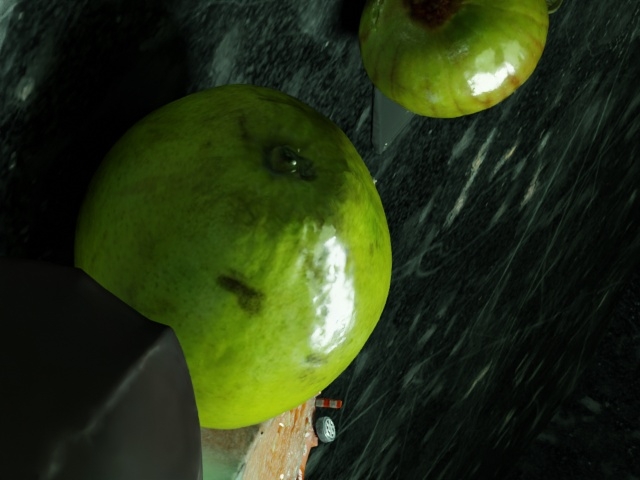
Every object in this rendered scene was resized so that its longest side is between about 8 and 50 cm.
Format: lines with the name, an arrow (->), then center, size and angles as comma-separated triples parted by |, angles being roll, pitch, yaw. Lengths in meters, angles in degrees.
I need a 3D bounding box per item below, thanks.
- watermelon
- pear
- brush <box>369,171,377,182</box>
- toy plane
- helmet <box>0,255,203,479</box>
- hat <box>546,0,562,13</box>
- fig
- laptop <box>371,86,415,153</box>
watermelon -> -0.078, 0.185, 1.564 | 0.193, 0.139, 0.257 | 99, 18, -45
pear -> -0.056, 0.010, 1.122 | 0.212, 0.212, 0.269 | -49, 173, -28
brush -> 0.000, 0.000, 1.612 | 0.164, 0.014, 0.051 | -46, 159, -32
toy plane -> -0.017, 0.202, 1.692 | 0.126, 0.194, 0.077 | -36, 145, 11
helmet -> -0.153, 0.150, 0.919 | 0.225, 0.177, 0.305 | 146, -57, -61
hat -> 0.154, -0.261, 1.510 | 0.146, 0.067, 0.146 | 21, 64, -53
fig -> 0.121, -0.163, 1.432 | 0.151, 0.151, 0.259 | -59, 164, 4
laptop -> 0.108, -0.179, 1.594 | 0.197, 0.016, 0.135 | -51, 161, -21
